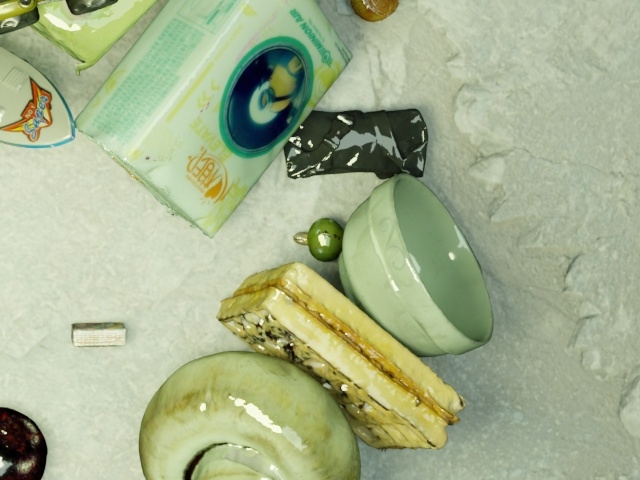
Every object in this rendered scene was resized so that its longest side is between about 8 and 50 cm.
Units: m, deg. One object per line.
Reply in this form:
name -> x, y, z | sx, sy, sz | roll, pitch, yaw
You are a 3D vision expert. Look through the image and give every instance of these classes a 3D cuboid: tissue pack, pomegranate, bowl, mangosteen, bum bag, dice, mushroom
tissue pack -> -0.153, -0.236, 1.778 | 0.388, 0.162, 0.287 | -53, 145, -7
pomegranate -> 0.002, 0.003, 1.945 | 0.084, 0.073, 0.073 | -23, 102, 28
bowl -> 0.140, 0.057, 1.888 | 0.163, 0.307, 0.307 | -27, 102, 20
mangosteen -> -0.497, 0.334, 1.784 | 0.152, 0.152, 0.153 | -1, 93, -16
bum bag -> 0.061, -0.162, 1.951 | 0.248, 0.060, 0.123 | -3, 95, -15
dice -> -0.358, -0.416, 1.717 | 0.250, 0.252, 0.254 | 44, 84, -14
mushroom -> -0.111, 0.338, 1.801 | 0.352, 0.260, 0.352 | 9, 126, 12
tissue pack -> -0.353, 0.150, 1.847 | 0.083, 0.063, 0.035 | -1, 97, -15

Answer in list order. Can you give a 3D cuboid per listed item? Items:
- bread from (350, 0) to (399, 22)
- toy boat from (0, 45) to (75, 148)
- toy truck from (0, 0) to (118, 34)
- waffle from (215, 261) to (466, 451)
bread -> 0.089, -0.408, 1.950 | 0.085, 0.053, 0.085 | 2, 85, -26
toy boat -> -0.472, -0.216, 1.703 | 0.295, 0.088, 0.129 | 30, 84, 19
toy truck -> -0.363, -0.359, 1.505 | 0.224, 0.165, 0.147 | -20, 100, -11
waffle -> 0.030, 0.192, 1.853 | 0.376, 0.261, 0.114 | 41, 71, -13
